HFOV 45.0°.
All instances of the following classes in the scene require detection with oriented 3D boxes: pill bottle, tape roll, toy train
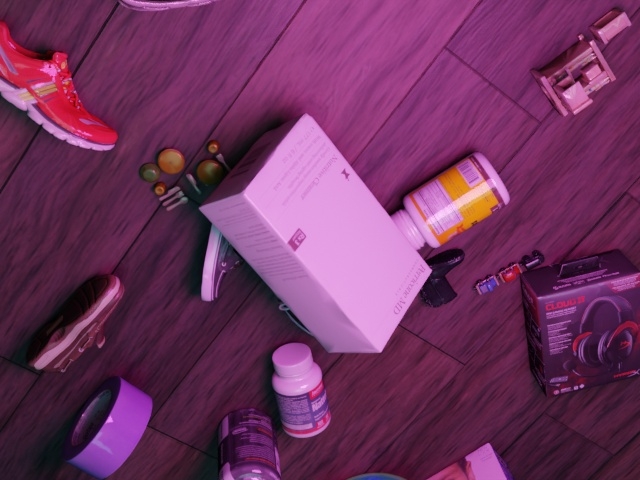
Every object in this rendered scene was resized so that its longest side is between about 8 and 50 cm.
[{"bbox_3d":[0.238,-0.065,1.455,0.215,0.117,0.117,-32,116,9],"label":"pill bottle"},{"bbox_3d":[-0.426,0.372,1.543,0.080,0.189,0.189,40,105,-22],"label":"tape roll"},{"bbox_3d":[-0.148,0.471,1.597,0.130,0.245,0.130,-3,116,-6],"label":"pill bottle"},{"bbox_3d":[0.388,0.069,1.586,0.158,0.036,0.027,-29,116,7],"label":"toy train"},{"bbox_3d":[-0.044,0.309,1.608,0.108,0.108,0.180,-12,118,-2],"label":"pill bottle"}]

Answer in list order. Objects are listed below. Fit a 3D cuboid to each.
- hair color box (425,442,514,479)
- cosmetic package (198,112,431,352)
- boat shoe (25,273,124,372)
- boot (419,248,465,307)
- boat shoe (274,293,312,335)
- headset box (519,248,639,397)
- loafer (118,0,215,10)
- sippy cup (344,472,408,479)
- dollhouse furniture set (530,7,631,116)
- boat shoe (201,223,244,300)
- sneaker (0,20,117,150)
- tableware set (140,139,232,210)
[{"bbox_3d":[0.370,0.632,1.693,0.185,0.339,0.110,-34,117,9],"label":"hair color box"},{"bbox_3d":[0.000,0.000,1.370,0.385,0.156,0.217,47,58,-21],"label":"cosmetic package"},{"bbox_3d":[-0.457,0.166,1.501,0.257,0.095,0.095,-39,129,18],"label":"boat shoe"},{"bbox_3d":[0.250,0.079,1.569,0.121,0.045,0.099,-24,115,12],"label":"boot"},{"bbox_3d":[-0.040,0.088,1.500,0.113,0.105,0.306,-22,117,4],"label":"boat shoe"},{"bbox_3d":[0.546,0.162,1.613,0.218,0.110,0.293,-13,117,0],"label":"headset box"},{"bbox_3d":[-0.169,-0.427,1.223,0.319,0.111,0.112,-17,117,1],"label":"loafer"},{"bbox_3d":[0.128,0.684,1.733,0.240,0.305,0.224,-15,112,-16],"label":"sippy cup"},{"bbox_3d":[0.494,-0.295,1.351,0.182,0.161,0.101,-36,115,12],"label":"dollhouse furniture set"},{"bbox_3d":[-0.175,0.016,1.464,0.076,0.080,0.228,12,107,-4],"label":"boat shoe"},{"bbox_3d":[-0.446,-0.254,1.281,0.279,0.107,0.118,37,97,-25],"label":"sneaker"},{"bbox_3d":[-0.246,-0.130,1.413,0.154,0.024,0.104,-30,113,9],"label":"tableware set"}]
